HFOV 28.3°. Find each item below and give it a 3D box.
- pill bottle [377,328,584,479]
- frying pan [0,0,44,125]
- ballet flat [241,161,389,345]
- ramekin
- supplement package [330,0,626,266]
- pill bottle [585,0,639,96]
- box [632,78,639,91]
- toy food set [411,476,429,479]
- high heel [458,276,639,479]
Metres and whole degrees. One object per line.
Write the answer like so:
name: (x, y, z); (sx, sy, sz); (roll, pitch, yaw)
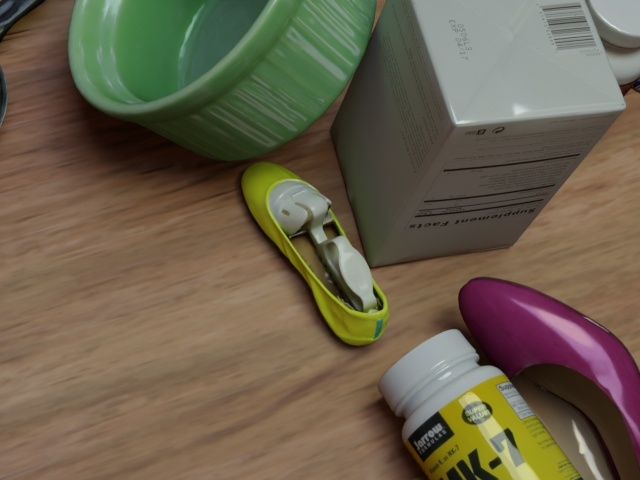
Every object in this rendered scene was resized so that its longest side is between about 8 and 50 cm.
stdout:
pill bottle: (0.153, 0.195, 1.204); (0.119, 0.119, 0.208); (-27, 68, -25)
frying pan: (-0.396, -0.195, 1.292); (0.197, 0.053, 0.326); (20, 59, -5)
ballet flat: (0.000, 0.000, 1.286); (0.077, 0.077, 0.231); (-26, 73, -24)
ramekin: (-0.091, -0.227, 1.253); (0.148, 0.303, 0.303); (33, 51, -45)
supplement package: (0.141, -0.121, 1.259); (0.175, 0.293, 0.177); (-8, 67, -18)
pill bottle: (0.289, -0.200, 1.382); (0.121, 0.216, 0.121); (6, 64, -12)
box: (0.395, -0.244, 1.458); (0.054, 0.169, 0.059); (28, 60, -1)
toy food set: (0.093, 0.272, 1.211); (0.083, 0.020, 0.083); (-24, 73, -23)
high heel: (0.254, 0.202, 1.223); (0.377, 0.127, 0.181); (40, 53, 3)
